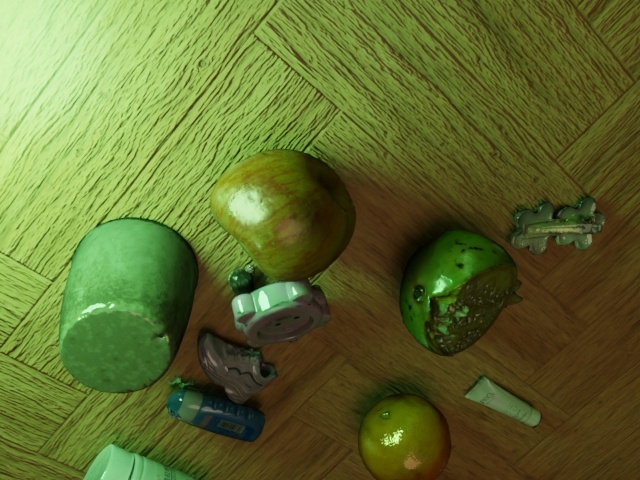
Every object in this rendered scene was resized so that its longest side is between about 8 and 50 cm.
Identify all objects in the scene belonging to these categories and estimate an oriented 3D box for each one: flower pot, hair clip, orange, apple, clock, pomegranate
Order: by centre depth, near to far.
[{"bbox_3d":[-0.064,-0.063,1.263,0.302,0.301,0.301,-4,117,-8],"label":"apple"},{"bbox_3d":[-0.421,0.142,1.278,0.294,0.330,0.293,-3,116,-7],"label":"flower pot"},{"bbox_3d":[-0.096,0.172,1.420,0.228,0.090,0.247,-19,154,0],"label":"clock"},{"bbox_3d":[0.342,0.111,1.471,0.359,0.216,0.309,-4,122,-42],"label":"pomegranate"},{"bbox_3d":[0.611,-0.033,1.510,0.257,0.075,0.146,-4,115,0],"label":"hair clip"},{"bbox_3d":[0.232,0.554,1.637,0.261,0.261,0.260,-4,117,-8],"label":"orange"}]

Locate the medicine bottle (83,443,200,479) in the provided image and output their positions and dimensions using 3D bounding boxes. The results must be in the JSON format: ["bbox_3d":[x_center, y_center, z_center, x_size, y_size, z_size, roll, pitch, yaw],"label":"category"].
[{"bbox_3d":[-0.487,0.711,1.636,0.332,0.190,0.190,34,107,-24],"label":"medicine bottle"}]

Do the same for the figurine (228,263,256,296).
[{"bbox_3d":[-0.182,0.123,1.462,0.072,0.054,0.129,-18,120,-5],"label":"figurine"}]

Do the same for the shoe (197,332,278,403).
[{"bbox_3d":[-0.219,0.318,1.539,0.138,0.095,0.245,-30,121,2],"label":"shoe"}]

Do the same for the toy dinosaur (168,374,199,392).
[{"bbox_3d":[-0.370,0.394,1.589,0.062,0.021,0.083,-22,115,10],"label":"toy dinosaur"}]

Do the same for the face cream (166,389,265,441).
[{"bbox_3d":[-0.288,0.471,1.597,0.264,0.083,0.149,24,135,-21],"label":"face cream"}]

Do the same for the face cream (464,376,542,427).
[{"bbox_3d":[0.558,0.489,1.777,0.244,0.058,0.092,29,114,-15],"label":"face cream"}]
